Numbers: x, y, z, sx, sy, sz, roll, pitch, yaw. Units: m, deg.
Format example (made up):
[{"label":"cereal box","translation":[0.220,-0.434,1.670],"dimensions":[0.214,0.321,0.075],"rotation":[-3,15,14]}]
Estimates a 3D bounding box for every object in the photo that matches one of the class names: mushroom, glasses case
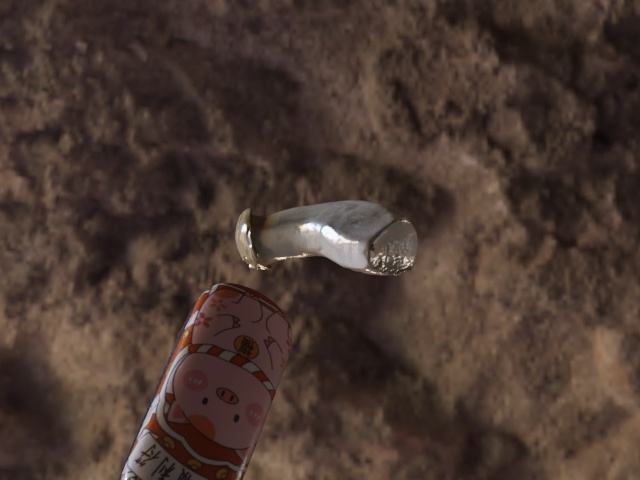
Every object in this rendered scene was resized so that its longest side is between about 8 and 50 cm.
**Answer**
[{"label":"mushroom","translation":[0.001,-0.004,1.677],"dimensions":[0.223,0.092,0.081],"rotation":[5,-32,34]},{"label":"glasses case","translation":[-0.102,0.154,1.365],"dimensions":[0.103,0.267,0.067],"rotation":[27,-38,-10]}]
